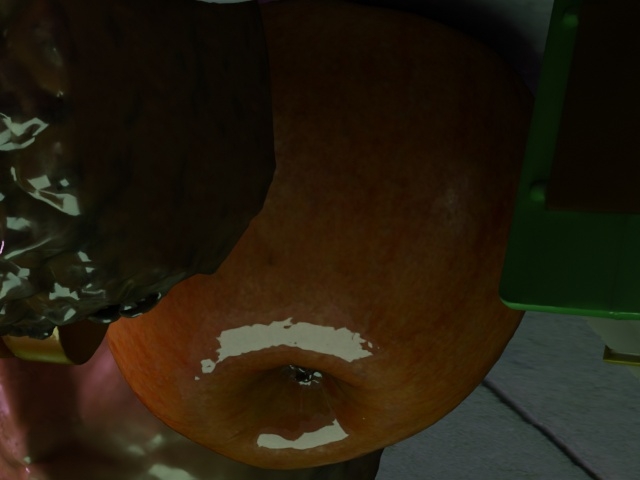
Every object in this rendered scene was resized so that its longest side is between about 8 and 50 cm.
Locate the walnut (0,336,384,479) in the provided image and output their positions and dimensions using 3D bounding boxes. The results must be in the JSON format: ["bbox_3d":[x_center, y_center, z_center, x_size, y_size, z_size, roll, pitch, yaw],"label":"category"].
[{"bbox_3d":[-0.121,0.129,1.419,0.383,0.384,0.383,10,160,4],"label":"walnut"}]

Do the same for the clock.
[{"bbox_3d":[0.205,-0.021,0.964,0.106,0.220,0.255,3,159,28],"label":"clock"}]

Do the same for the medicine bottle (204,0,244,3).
[{"bbox_3d":[0.056,-0.203,0.578,0.302,0.241,0.241,-8,153,43],"label":"medicine bottle"}]

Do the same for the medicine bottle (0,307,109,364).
[{"bbox_3d":[-0.206,0.006,0.894,0.192,0.096,0.096,5,160,12],"label":"medicine bottle"}]

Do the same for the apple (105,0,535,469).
[{"bbox_3d":[0.000,0.000,1.138,0.299,0.275,0.299,10,155,5],"label":"apple"}]

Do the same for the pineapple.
[{"bbox_3d":[-0.205,-0.043,0.750,0.362,0.202,0.202,-10,153,24],"label":"pineapple"}]
